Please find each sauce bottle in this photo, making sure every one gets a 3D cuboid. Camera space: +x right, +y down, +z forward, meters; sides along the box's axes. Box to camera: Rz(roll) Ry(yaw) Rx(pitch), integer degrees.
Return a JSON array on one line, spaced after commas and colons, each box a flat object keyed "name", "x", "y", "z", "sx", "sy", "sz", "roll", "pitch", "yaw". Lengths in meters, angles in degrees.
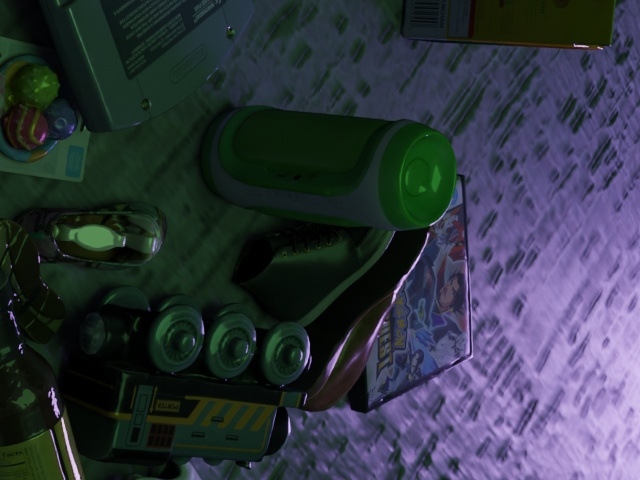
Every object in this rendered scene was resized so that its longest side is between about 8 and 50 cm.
[{"name": "sauce bottle", "x": -0.310, "y": 0.191, "z": 1.674, "sx": 0.111, "sy": 0.111, "sz": 0.344, "roll": -34, "pitch": 126, "yaw": -41}]

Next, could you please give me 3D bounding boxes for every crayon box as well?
[{"name": "crayon box", "x": 0.260, "y": -0.348, "z": 2.094, "sx": 0.081, "sy": 0.318, "sz": 0.202, "roll": -2, "pitch": 99, "yaw": -50}]

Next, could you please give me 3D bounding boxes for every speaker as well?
[{"name": "speaker", "x": 0.005, "y": -0.084, "z": 1.860, "sx": 0.131, "sy": 0.296, "sz": 0.131, "roll": -13, "pitch": 107, "yaw": -48}]

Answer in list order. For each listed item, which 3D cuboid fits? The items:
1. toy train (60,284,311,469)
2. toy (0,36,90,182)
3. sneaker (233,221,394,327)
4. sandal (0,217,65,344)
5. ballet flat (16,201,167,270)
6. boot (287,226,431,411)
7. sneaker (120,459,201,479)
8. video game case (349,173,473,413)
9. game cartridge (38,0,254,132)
[{"name": "toy train", "x": -0.148, "y": 0.163, "z": 1.856, "sx": 0.334, "sy": 0.142, "sz": 0.190, "roll": 12, "pitch": 93, "yaw": -48}, {"name": "toy", "x": -0.305, "y": -0.136, "z": 1.671, "sx": 0.237, "sy": 0.056, "sz": 0.137, "roll": 7, "pitch": 93, "yaw": -50}, {"name": "sneaker", "x": 0.000, "y": 0.000, "z": 1.998, "sx": 0.222, "sy": 0.083, "sz": 0.118, "roll": -51, "pitch": 132, "yaw": 1}, {"name": "sandal", "x": -0.321, "y": 0.044, "z": 1.700, "sx": 0.072, "sy": 0.049, "sz": 0.180, "roll": -52, "pitch": 147, "yaw": -22}, {"name": "ballet flat", "x": -0.229, "y": -0.003, "z": 1.769, "sx": 0.221, "sy": 0.079, "sz": 0.077, "roll": 0, "pitch": 96, "yaw": -50}, {"name": "boot", "x": 0.045, "y": 0.084, "z": 2.091, "sx": 0.305, "sy": 0.112, "sz": 0.115, "roll": -55, "pitch": 148, "yaw": -8}, {"name": "sneaker", "x": -0.217, "y": 0.340, "z": 1.830, "sx": 0.129, "sy": 0.111, "sz": 0.297, "roll": 66, "pitch": 29, "yaw": -10}, {"name": "video game case", "x": 0.121, "y": 0.068, "z": 2.232, "sx": 0.248, "sy": 0.035, "sz": 0.275, "roll": -22, "pitch": 113, "yaw": -46}, {"name": "game cartridge", "x": -0.182, "y": -0.248, "z": 1.767, "sx": 0.297, "sy": 0.062, "sz": 0.198, "roll": -48, "pitch": 134, "yaw": -45}]
